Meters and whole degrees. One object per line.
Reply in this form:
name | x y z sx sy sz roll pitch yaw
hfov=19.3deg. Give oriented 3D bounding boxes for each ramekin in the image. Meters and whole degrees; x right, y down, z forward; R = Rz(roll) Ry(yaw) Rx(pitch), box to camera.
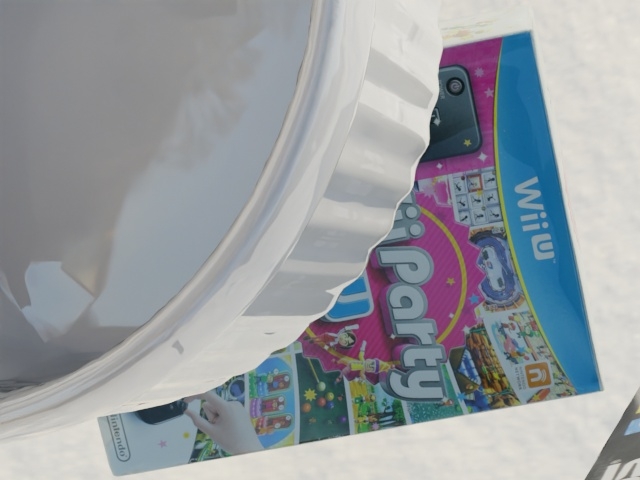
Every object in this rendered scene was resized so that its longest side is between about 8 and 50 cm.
ramekin | -0.067 -0.051 0.467 0.109 0.207 0.207 16 72 -64

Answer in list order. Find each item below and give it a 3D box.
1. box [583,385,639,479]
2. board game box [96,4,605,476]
box | 0.300 0.092 0.881 0.395 0.318 0.097 -33 104 -66
board game box | 0.000 0.000 1.129 0.303 0.097 0.224 -11 103 8
